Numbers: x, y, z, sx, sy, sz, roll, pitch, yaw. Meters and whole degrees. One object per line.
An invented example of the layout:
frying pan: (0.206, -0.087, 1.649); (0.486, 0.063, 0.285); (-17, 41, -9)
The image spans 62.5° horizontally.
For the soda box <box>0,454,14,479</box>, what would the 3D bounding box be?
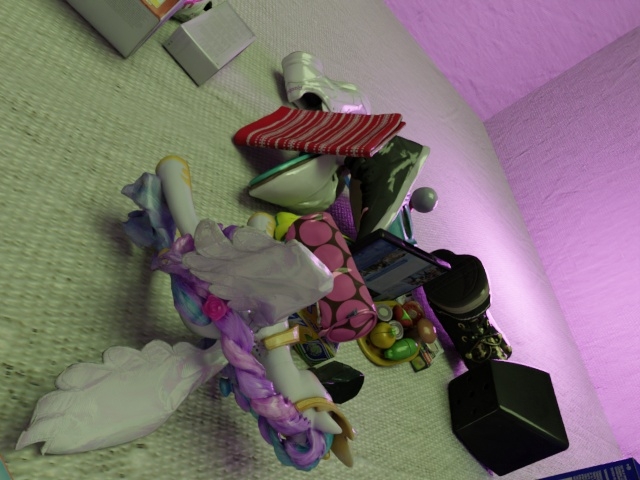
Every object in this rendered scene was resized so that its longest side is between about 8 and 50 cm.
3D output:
soda box: (-0.261, 0.205, 0.386); (0.183, 0.063, 0.058); (61, 28, 3)

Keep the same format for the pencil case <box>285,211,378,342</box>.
pencil case: (0.010, 0.053, 0.828); (0.098, 0.095, 0.209); (-13, 54, -17)

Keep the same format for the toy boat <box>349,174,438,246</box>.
toy boat: (0.176, -0.076, 1.215); (0.318, 0.148, 0.267); (-24, 101, -67)

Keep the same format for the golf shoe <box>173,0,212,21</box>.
golf shoe: (-0.260, -0.452, 1.001); (0.186, 0.068, 0.085); (-55, 142, -44)

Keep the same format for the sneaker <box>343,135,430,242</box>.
sneaker: (0.093, -0.101, 1.023); (0.147, 0.104, 0.295); (29, 63, 2)

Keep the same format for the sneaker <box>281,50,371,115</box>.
sneaker: (0.016, -0.339, 1.316); (0.305, 0.114, 0.152); (18, 62, -45)

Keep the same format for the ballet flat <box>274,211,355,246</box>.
ballet flat: (0.000, 0.000, 0.987); (0.231, 0.077, 0.077); (23, 27, -45)

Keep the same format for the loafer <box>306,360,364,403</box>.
loafer: (-0.009, 0.220, 0.790); (0.061, 0.062, 0.170); (31, 18, 37)

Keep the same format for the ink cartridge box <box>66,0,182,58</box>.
ink cartridge box: (-0.320, -0.496, 0.804); (0.309, 0.130, 0.271); (43, 52, -26)

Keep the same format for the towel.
towel: (-0.001, -0.208, 0.986); (0.199, 0.275, 0.031); (-46, 139, -51)

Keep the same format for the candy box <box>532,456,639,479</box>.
candy box: (0.477, 0.546, 0.958); (0.268, 0.317, 0.122); (45, 33, -22)

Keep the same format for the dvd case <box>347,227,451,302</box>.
dvd case: (0.110, 0.059, 0.982); (0.253, 0.180, 0.022); (23, 44, -47)

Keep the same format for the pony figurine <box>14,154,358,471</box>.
pony figurine: (-0.107, 0.075, 0.584); (0.351, 0.303, 0.363); (35, 21, -51)

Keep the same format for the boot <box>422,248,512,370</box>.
boot: (0.340, 0.178, 1.198); (0.284, 0.138, 0.377); (58, -1, -9)

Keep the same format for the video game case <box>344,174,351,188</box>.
video game case: (0.096, -0.178, 1.358); (0.166, 0.015, 0.119); (3, 60, -57)

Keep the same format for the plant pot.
plant pot: (0.385, 0.366, 1.145); (0.167, 0.188, 0.187); (31, 37, -18)

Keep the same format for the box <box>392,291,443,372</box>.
box: (0.192, 0.172, 1.154); (0.114, 0.036, 0.206); (-14, 75, -60)

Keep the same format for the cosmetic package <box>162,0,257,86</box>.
cosmetic package: (-0.208, -0.390, 1.032); (0.099, 0.060, 0.239); (47, 31, -18)

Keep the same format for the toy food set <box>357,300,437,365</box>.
toy food set: (0.168, 0.169, 1.035); (0.218, 0.071, 0.128); (-1, 67, -42)

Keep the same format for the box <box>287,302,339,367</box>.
box: (-0.040, 0.115, 0.827); (0.169, 0.054, 0.059); (50, 30, -14)

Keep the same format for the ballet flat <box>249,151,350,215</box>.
ballet flat: (-0.009, -0.124, 1.039); (0.139, 0.139, 0.400); (54, 26, -9)
